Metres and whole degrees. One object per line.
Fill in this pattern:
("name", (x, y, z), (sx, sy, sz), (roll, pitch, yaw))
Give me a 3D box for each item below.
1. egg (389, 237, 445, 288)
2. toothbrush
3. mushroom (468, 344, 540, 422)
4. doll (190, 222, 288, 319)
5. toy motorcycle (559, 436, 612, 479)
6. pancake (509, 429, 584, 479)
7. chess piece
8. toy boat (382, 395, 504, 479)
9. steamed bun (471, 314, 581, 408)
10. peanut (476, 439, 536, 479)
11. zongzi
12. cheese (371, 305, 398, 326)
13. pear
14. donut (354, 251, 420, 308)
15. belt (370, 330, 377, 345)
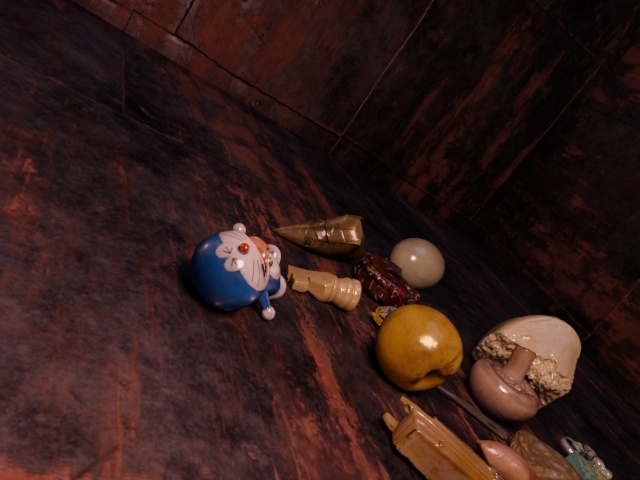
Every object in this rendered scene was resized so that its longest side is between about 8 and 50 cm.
("egg", (0.363, 0.087, 2.007), (0.253, 0.187, 0.187), (27, 19, -37))
("toothbrush", (0.376, 0.431, 1.414), (0.297, 0.031, 0.030), (38, 43, -1))
("mushroom", (0.532, 0.391, 1.506), (0.207, 0.215, 0.207), (26, 14, -7))
("doll", (-0.154, 0.067, 1.130), (0.257, 0.161, 0.215), (2, 63, -66))
("toy motorcycle", (0.749, 0.651, 1.431), (0.198, 0.109, 0.296), (35, 19, -12))
("pancake", (0.564, 0.582, 1.322), (0.241, 0.050, 0.242), (24, 29, -14))
("chess piece", (0.004, 0.122, 1.434), (0.200, 0.090, 0.090), (19, 22, -18))
("toy boat", (0.260, 0.438, 1.067), (0.310, 0.089, 0.115), (38, 15, 8))
("steamed bun", (0.631, 0.345, 1.682), (0.272, 0.274, 0.290), (32, -23, -1))
("peanut", (0.422, 0.509, 1.226), (0.152, 0.076, 0.076), (34, 17, 10))
("zongzi", (0.000, 0.000, 1.743), (0.288, 0.123, 0.260), (-2, -16, 5))
("cheese", (0.252, 0.254, 1.569), (0.250, 0.064, 0.157), (22, 23, -32))
("pear", (0.231, 0.252, 1.296), (0.208, 0.209, 0.209), (33, 18, -12))
("donut", (0.204, 0.136, 1.733), (0.216, 0.096, 0.230), (17, 26, -42))
("belt", (0.227, 0.288, 1.449), (0.179, 0.100, 0.065), (46, 11, -24))
